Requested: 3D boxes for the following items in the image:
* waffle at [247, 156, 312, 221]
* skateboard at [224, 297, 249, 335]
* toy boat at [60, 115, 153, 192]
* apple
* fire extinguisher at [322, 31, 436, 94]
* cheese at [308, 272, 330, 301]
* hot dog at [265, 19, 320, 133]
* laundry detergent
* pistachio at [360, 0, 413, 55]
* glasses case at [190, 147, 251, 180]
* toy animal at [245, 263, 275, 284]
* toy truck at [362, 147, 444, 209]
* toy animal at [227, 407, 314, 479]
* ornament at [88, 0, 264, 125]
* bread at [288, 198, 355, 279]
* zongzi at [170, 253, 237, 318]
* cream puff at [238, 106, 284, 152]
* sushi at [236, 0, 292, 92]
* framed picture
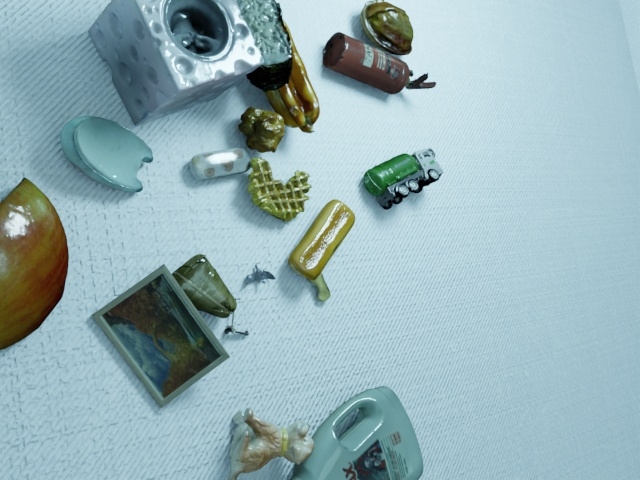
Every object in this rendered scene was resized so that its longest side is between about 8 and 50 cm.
[{"bbox_3d":[-0.105,-0.130,1.722,0.194,0.051,0.149,27,64,-38],"label":"waffle"},{"bbox_3d":[-0.189,0.178,1.609,0.063,0.032,0.084,16,71,-44],"label":"skateboard"},{"bbox_3d":[-0.459,-0.185,1.476,0.207,0.078,0.134,29,70,-41],"label":"toy boat"},{"bbox_3d":[-0.587,0.046,1.280,0.179,0.254,0.346,18,58,14],"label":"apple"},{"bbox_3d":[0.180,-0.491,1.972,0.336,0.147,0.107,12,86,-33],"label":"fire extinguisher"},{"bbox_3d":[-0.004,0.117,1.761,0.044,0.030,0.083,-24,99,-17],"label":"cheese"},{"bbox_3d":[-0.102,-0.420,1.766,0.135,0.100,0.338,-18,80,-36],"label":"hot dog"},{"bbox_3d":[0.053,0.530,1.648,0.397,0.124,0.264,-16,90,-36],"label":"laundry detergent"},{"bbox_3d":[0.206,-0.629,2.039,0.210,0.130,0.165,35,57,-35],"label":"pistachio"},{"bbox_3d":[-0.236,-0.183,1.649,0.164,0.041,0.063,-15,90,-40],"label":"glasses case"},{"bbox_3d":[-0.147,0.079,1.661,0.084,0.028,0.050,-6,91,-39],"label":"toy animal"},{"bbox_3d":[0.233,-0.181,1.970,0.242,0.101,0.125,-26,83,-35],"label":"toy truck"},{"bbox_3d":[-0.109,0.481,1.533,0.185,0.104,0.184,20,68,-24],"label":"toy animal"},{"bbox_3d":[-0.319,-0.428,1.522,0.239,0.239,0.239,-30,98,-38],"label":"ornament"},{"bbox_3d":[0.000,0.000,1.763,0.092,0.074,0.239,44,57,-13],"label":"bread"},{"bbox_3d":[-0.285,0.136,1.519,0.176,0.078,0.160,-40,101,-26],"label":"zongzi"},{"bbox_3d":[-0.147,-0.273,1.695,0.094,0.116,0.122,-1,64,-49],"label":"cream puff"},{"bbox_3d":[-0.139,-0.466,1.641,0.124,0.127,0.225,-15,70,-11],"label":"sushi"},{"bbox_3d":[-0.333,0.202,1.459,0.184,0.016,0.250,-35,101,-15],"label":"framed picture"}]
